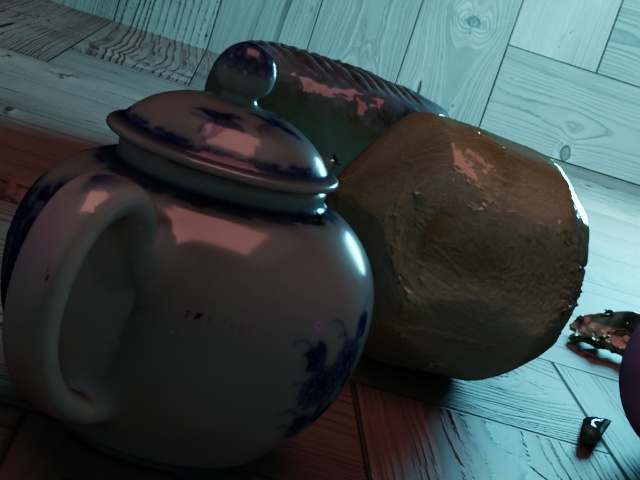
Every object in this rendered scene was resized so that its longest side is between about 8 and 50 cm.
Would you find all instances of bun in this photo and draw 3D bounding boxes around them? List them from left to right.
[{"bbox_3d":[0.006,-0.151,1.761,0.362,0.211,0.362,15,11,-3],"label":"bun"}]

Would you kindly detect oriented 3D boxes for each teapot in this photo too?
[{"bbox_3d":[-0.081,0.003,0.845,0.252,0.280,0.424,21,14,17],"label":"teapot"}]

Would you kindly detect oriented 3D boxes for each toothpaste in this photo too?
[{"bbox_3d":[0.257,0.176,1.173,0.027,0.019,0.083,4,5,17],"label":"toothpaste"}]

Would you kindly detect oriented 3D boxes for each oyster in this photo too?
[{"bbox_3d":[0.388,0.134,1.492,0.200,0.061,0.106,23,31,30],"label":"oyster"}]

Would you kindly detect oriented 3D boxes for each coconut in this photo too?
[{"bbox_3d":[0.112,0.006,1.182,0.247,0.245,0.245,14,14,-18],"label":"coconut"}]

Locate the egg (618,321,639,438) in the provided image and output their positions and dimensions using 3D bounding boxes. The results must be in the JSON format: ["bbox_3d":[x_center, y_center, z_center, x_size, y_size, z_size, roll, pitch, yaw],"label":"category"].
[{"bbox_3d":[0.382,0.124,1.160,0.196,0.196,0.271,28,7,37],"label":"egg"}]
